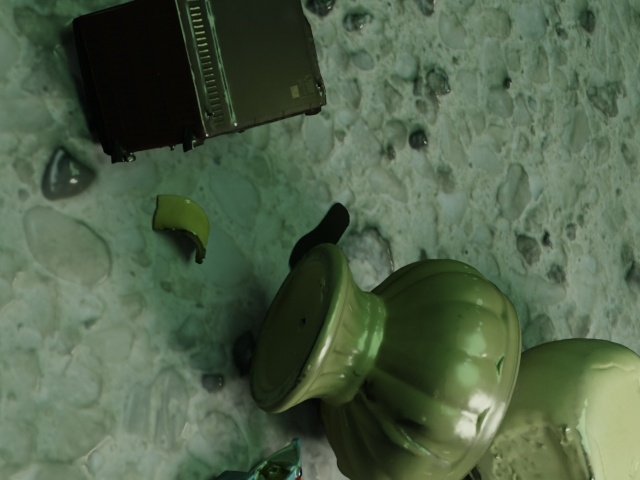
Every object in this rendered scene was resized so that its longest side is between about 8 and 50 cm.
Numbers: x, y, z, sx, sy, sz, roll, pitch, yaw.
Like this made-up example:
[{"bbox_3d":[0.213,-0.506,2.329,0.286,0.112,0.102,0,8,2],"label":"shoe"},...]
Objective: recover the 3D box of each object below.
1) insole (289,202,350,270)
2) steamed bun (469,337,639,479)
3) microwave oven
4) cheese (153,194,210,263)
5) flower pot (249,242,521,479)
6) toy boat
[{"bbox_3d":[0.000,0.000,1.726,0.053,0.002,0.152,55,45,-20],"label":"insole"},{"bbox_3d":[0.358,0.307,1.853,0.312,0.233,0.333,-4,90,-50],"label":"steamed bun"},{"bbox_3d":[-0.141,-0.202,1.503,0.247,0.188,0.178,-23,101,-52],"label":"microwave oven"},{"bbox_3d":[-0.161,-0.020,1.527,0.084,0.041,0.060,37,39,-23],"label":"cheese"},{"bbox_3d":[0.065,0.141,1.554,0.244,0.307,0.307,25,59,-20],"label":"flower pot"},{"bbox_3d":[-0.075,0.287,1.506,0.173,0.069,0.058,-32,111,-44],"label":"toy boat"}]
